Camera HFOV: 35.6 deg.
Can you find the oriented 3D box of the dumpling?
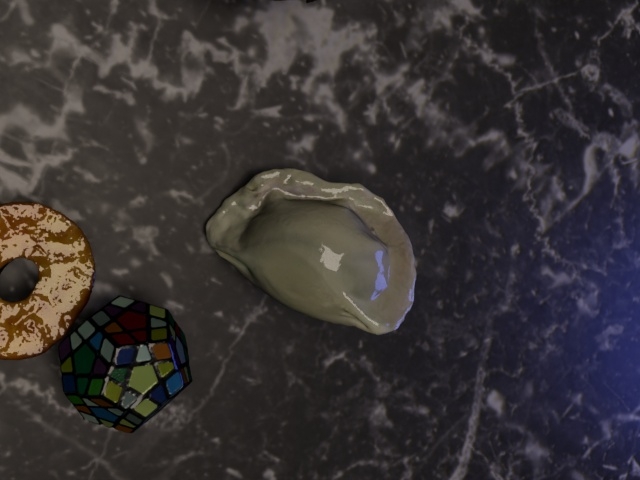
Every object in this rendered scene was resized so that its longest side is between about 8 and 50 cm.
[{"bbox_3d":[0.000,0.000,1.033,0.228,0.124,0.151,26,71,0],"label":"dumpling"}]

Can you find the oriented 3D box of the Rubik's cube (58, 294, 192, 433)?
[{"bbox_3d":[-0.188,0.121,0.967,0.133,0.133,0.112,34,53,-23],"label":"Rubik's cube"}]

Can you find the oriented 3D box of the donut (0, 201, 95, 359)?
[{"bbox_3d":[-0.291,0.035,0.943,0.151,0.058,0.152,-3,97,-24],"label":"donut"}]

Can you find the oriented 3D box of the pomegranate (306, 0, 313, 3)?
[{"bbox_3d":[-0.036,-0.316,0.938,0.191,0.191,0.191,-3,98,-23],"label":"pomegranate"}]
